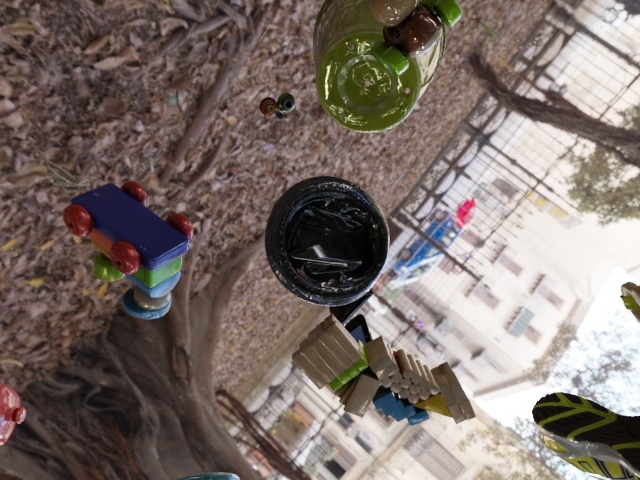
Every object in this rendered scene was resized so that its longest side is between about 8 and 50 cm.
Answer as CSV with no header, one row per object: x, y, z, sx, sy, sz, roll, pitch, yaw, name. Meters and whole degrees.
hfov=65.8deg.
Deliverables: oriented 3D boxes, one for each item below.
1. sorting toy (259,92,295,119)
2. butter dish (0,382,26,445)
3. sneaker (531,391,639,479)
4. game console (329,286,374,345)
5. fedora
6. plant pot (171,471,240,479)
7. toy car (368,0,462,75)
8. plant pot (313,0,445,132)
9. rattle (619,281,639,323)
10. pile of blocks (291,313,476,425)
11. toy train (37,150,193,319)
-0.108,-0.350,1.303,0.102,0.042,0.061,-16,122,-16,sorting toy
-0.690,0.370,1.050,0.159,0.119,0.160,97,-6,-54,butter dish
0.631,0.436,0.998,0.145,0.385,0.147,-37,120,-26,sneaker
0.122,0.272,1.660,0.044,0.361,0.213,17,128,-28,game console
0.000,0.000,1.206,0.334,0.334,0.153,-46,-158,-17,fedora
-0.282,0.675,1.052,0.272,0.255,0.271,-13,142,-11,plant pot
0.132,-0.432,0.904,0.155,0.188,0.149,-42,-152,12,toy car
0.133,-0.445,1.240,0.366,0.367,0.352,-58,-169,37,plant pot
0.835,0.138,1.217,0.143,0.130,0.199,-11,154,16,rattle
0.119,0.261,0.964,0.148,0.362,0.112,-63,-173,12,pile of blocks
-0.291,-0.007,0.671,0.105,0.248,0.143,-38,154,-46,toy train
